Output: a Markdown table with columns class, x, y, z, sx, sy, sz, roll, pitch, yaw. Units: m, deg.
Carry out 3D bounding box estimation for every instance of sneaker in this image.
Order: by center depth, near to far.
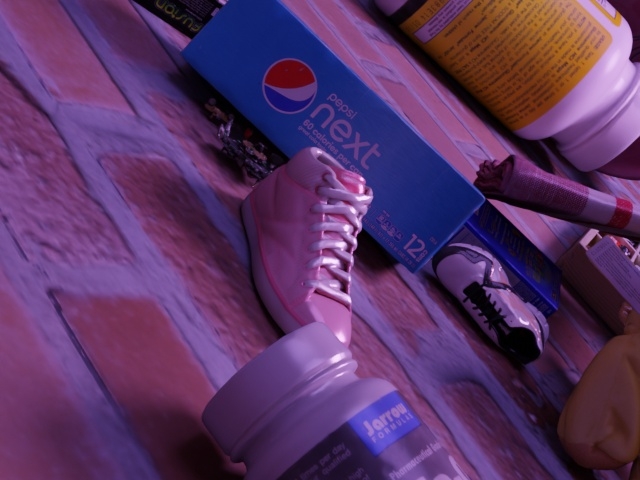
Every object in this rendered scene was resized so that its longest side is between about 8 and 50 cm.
| class | x | y | z | sx | sy | sz | roll | pitch | yaw |
| --- | --- | --- | --- | --- | --- | --- | --- | --- | --- |
| sneaker | 0.000 | 0.000 | 0.599 | 0.051 | 0.070 | 0.134 | 29 | 27 | -38 |
| sneaker | 0.123 | 0.045 | 0.776 | 0.109 | 0.040 | 0.044 | 41 | 24 | -9 |

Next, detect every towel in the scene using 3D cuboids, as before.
| class | x | y | z | sx | sy | sz | roll | pitch | yaw |
| --- | --- | --- | --- | --- | --- | --- | --- | --- | --- |
| towel | 0.294 | -0.009 | 0.899 | 0.329 | 0.037 | 0.237 | 16 | 4 | 1 |

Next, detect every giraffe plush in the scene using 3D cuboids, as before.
| class | x | y | z | sx | sy | sz | roll | pitch | yaw |
| --- | --- | --- | --- | --- | --- | --- | --- | --- | --- |
| giraffe plush | 0.257 | 0.095 | 0.769 | 0.210 | 0.181 | 0.170 | 68 | 15 | 11 |

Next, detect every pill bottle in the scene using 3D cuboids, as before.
| class | x | y | z | sx | sy | sz | roll | pitch | yaw |
| --- | --- | --- | --- | --- | --- | --- | --- | --- | --- |
| pill bottle | 0.018 | 0.105 | 0.433 | 0.137 | 0.078 | 0.078 | 51 | 23 | 14 |
| pill bottle | 0.241 | -0.242 | 1.294 | 0.334 | 0.188 | 0.188 | 41 | 22 | -10 |

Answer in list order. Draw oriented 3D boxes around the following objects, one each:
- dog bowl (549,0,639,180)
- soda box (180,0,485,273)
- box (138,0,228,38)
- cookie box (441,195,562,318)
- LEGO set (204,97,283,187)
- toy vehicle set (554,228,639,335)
| class | x | y | z | sx | sy | sz | roll | pitch | yaw |
| --- | --- | --- | --- | --- | --- | --- | --- | --- | --- |
| dog bowl | 0.421 | -0.259 | 1.407 | 0.150 | 0.408 | 0.408 | -31 | 75 | -40 |
| soda box | 0.009 | -0.077 | 0.730 | 0.210 | 0.071 | 0.067 | 43 | 6 | -5 |
| box | -0.150 | -0.226 | 0.778 | 0.207 | 0.036 | 0.114 | 31 | 26 | -31 |
| cookie box | 0.137 | 0.013 | 0.853 | 0.107 | 0.040 | 0.092 | 44 | 22 | -2 |
| LEGO set | -0.050 | -0.057 | 0.685 | 0.054 | 0.023 | 0.083 | 36 | 10 | -27 |
| toy vehicle set | 0.333 | 0.053 | 1.137 | 0.166 | 0.035 | 0.267 | 48 | 22 | 8 |
